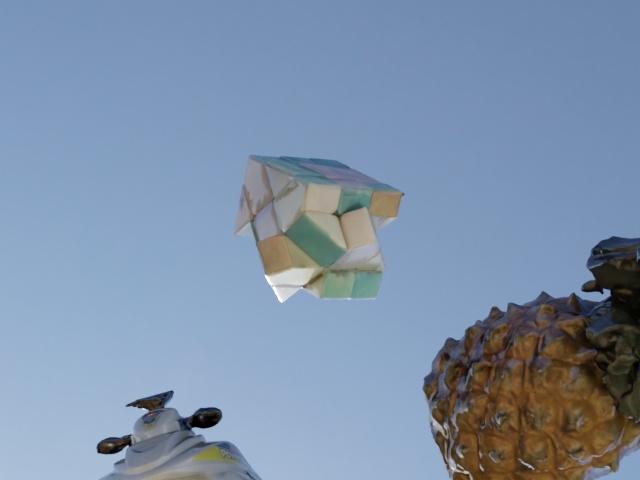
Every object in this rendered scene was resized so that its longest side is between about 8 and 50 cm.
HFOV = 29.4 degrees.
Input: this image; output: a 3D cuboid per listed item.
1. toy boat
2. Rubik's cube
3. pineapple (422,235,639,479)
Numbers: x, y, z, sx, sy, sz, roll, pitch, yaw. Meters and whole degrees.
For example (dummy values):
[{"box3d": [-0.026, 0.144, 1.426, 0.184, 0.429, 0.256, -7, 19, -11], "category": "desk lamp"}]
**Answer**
[{"box3d": [-0.115, 0.212, 1.055, 0.141, 0.140, 0.269, 0, -32, 14], "category": "toy boat"}, {"box3d": [-0.003, -0.001, 0.631, 0.075, 0.084, 0.073, 8, -74, -22], "category": "Rubik's cube"}, {"box3d": [0.167, 0.055, 0.608, 0.119, 0.111, 0.237, 43, -53, -16], "category": "pineapple"}]
